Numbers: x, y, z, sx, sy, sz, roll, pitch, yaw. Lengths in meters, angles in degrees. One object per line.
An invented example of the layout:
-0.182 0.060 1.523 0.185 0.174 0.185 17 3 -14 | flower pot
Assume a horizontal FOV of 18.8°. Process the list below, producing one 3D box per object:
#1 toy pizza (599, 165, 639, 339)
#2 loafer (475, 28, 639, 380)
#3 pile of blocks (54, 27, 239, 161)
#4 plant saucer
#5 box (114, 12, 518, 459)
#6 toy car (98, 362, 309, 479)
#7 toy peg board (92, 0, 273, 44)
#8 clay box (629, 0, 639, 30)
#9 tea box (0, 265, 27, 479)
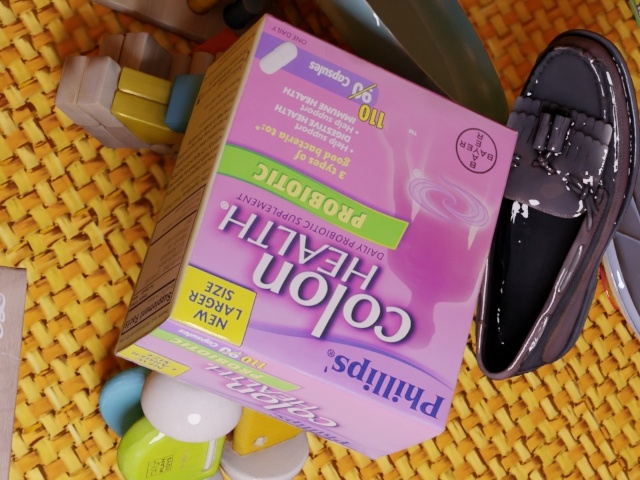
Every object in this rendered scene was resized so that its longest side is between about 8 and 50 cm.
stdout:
0.277 0.008 1.713 0.201 0.032 0.201 37 46 -50 | toy pizza
0.186 -0.019 1.582 0.095 0.109 0.303 -32 137 -52 | loafer
-0.026 -0.105 1.550 0.362 0.149 0.113 19 69 -23 | pile of blocks
0.044 -0.212 1.580 0.317 0.043 0.318 48 18 -21 | plant saucer
0.000 0.000 1.382 0.213 0.117 0.243 24 67 -17 | box
-0.088 0.119 1.480 0.182 0.159 0.136 -22 54 -30 | toy car
-0.093 -0.254 1.590 0.160 0.079 0.161 20 70 -23 | toy peg board
0.363 -0.217 1.841 0.127 0.053 0.222 -16 85 -30 | clay box
-0.343 0.186 1.208 0.220 0.323 0.329 11 72 -26 | tea box
